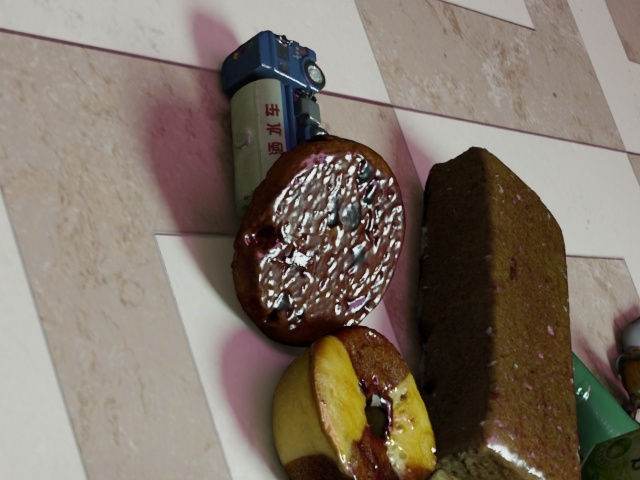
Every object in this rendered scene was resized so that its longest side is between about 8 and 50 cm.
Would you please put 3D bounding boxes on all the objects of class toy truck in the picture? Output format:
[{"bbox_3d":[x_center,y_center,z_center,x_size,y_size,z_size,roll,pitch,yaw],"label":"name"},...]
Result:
[{"bbox_3d":[-0.043,-0.091,1.523,0.088,0.074,0.202,24,48,-38],"label":"toy truck"}]

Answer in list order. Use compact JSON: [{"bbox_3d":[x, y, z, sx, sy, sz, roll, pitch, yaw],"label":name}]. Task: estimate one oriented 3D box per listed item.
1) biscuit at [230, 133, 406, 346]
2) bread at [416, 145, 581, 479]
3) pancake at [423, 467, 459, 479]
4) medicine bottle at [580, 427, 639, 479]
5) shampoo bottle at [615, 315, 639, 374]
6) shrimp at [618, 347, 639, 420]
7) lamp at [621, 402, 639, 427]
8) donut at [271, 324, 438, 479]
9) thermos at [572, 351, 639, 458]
[{"bbox_3d":[0.000,0.000,1.446,0.192,0.049,0.192,-25,127,-37],"label":"biscuit"},{"bbox_3d":[0.170,0.095,1.672,0.165,0.113,0.416,45,32,-31],"label":"bread"},{"bbox_3d":[0.105,0.320,1.410,0.250,0.031,0.250,-6,90,-67],"label":"pancake"},{"bbox_3d":[0.313,0.259,1.690,0.088,0.188,0.132,49,31,-25],"label":"medicine bottle"},{"bbox_3d":[0.400,0.136,2.090,0.165,0.040,0.080,-22,87,-61],"label":"shampoo bottle"},{"bbox_3d":[0.437,0.230,1.951,0.054,0.222,0.290,-42,110,-15],"label":"shrimp"},{"bbox_3d":[0.374,0.284,1.852,0.118,0.118,0.253,50,19,-24],"label":"lamp"},{"bbox_3d":[0.025,0.156,1.422,0.166,0.073,0.184,58,28,-9],"label":"donut"},{"bbox_3d":[0.273,0.169,1.819,0.188,0.073,0.083,47,34,-27],"label":"thermos"}]
